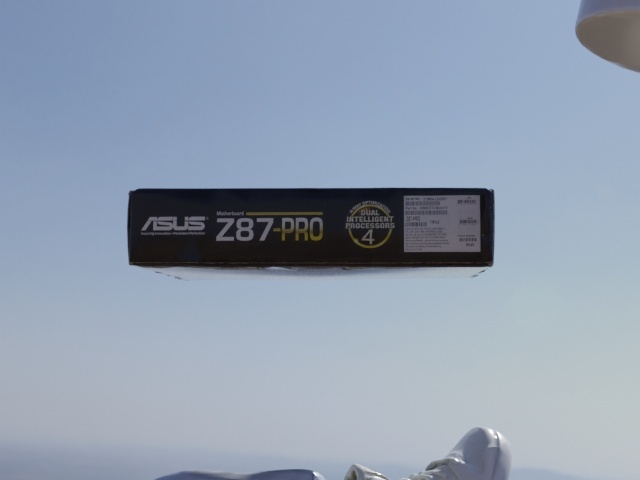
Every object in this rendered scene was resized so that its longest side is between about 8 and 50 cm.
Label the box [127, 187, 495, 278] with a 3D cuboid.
[{"bbox_3d":[0.000,0.000,1.292,0.395,0.097,0.318,-1,-7,5],"label":"box"}]

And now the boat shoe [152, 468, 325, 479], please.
[{"bbox_3d":[-0.105,0.292,1.148,0.226,0.075,0.083,-12,-48,15],"label":"boat shoe"}]

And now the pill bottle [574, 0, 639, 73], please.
[{"bbox_3d":[0.215,-0.201,0.592,0.119,0.208,0.119,16,-6,2],"label":"pill bottle"}]

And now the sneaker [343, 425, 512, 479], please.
[{"bbox_3d":[0.118,0.309,1.332,0.169,0.292,0.108,44,-35,-11],"label":"sneaker"}]
